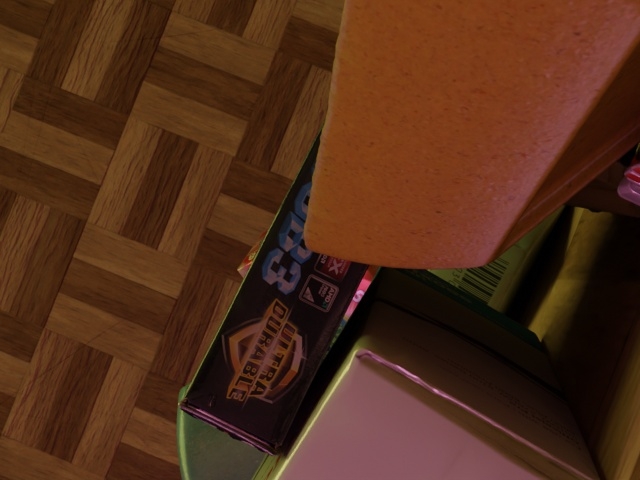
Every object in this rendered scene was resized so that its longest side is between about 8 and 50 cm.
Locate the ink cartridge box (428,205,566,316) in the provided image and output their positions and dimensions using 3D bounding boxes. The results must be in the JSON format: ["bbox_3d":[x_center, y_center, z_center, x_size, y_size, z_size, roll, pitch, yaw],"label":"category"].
[{"bbox_3d":[0.222,0.011,1.201,0.385,0.091,0.308,-40,-23,-44],"label":"ink cartridge box"}]

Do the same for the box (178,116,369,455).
[{"bbox_3d":[0.000,0.000,0.733,0.295,0.073,0.293,-64,2,-11],"label":"box"}]

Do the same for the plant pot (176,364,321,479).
[{"bbox_3d":[-0.054,0.274,1.261,0.248,0.252,0.247,-24,-20,-12],"label":"plant pot"}]

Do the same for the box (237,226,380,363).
[{"bbox_3d":[0.049,0.095,1.352,0.154,0.300,0.142,-30,13,22],"label":"box"}]

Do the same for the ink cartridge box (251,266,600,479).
[{"bbox_3d":[0.039,0.189,0.758,0.285,0.166,0.395,-59,-2,9],"label":"ink cartridge box"}]

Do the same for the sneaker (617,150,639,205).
[{"bbox_3d":[0.195,-0.047,0.534,0.065,0.061,0.158,-61,-2,1],"label":"sneaker"}]

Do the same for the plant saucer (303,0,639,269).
[{"bbox_3d":[0.152,-0.121,0.444,0.333,0.081,0.333,-37,-15,-17],"label":"plant saucer"}]

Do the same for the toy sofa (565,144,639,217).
[{"bbox_3d":[0.237,-0.198,0.741,0.362,0.177,0.150,-68,21,-1],"label":"toy sofa"}]
